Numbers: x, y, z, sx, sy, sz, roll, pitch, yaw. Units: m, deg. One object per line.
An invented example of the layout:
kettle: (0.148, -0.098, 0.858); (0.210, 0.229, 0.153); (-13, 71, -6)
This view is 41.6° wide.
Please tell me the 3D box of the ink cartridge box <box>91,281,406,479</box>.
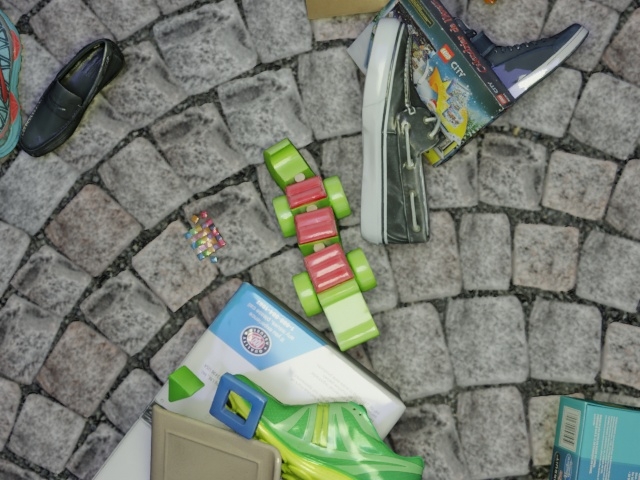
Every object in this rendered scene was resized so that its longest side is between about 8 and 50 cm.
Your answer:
ink cartridge box: (-0.108, 0.301, 1.217); (0.285, 0.166, 0.395); (38, 88, 6)

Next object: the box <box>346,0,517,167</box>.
box: (0.161, -0.247, 1.257); (0.233, 0.044, 0.159); (54, 135, 5)

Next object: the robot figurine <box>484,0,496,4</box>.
robot figurine: (0.328, -0.514, 1.296); (0.291, 0.085, 0.211); (-40, 85, 1)

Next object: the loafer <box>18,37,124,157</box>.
loafer: (-0.398, -0.228, 1.321); (0.076, 0.078, 0.223); (40, 89, 6)

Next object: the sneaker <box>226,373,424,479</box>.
sneaker: (0.000, 0.258, 1.094); (0.295, 0.109, 0.124); (31, 58, 9)

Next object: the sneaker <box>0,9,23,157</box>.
sneaker: (-0.527, -0.265, 1.308); (0.104, 0.125, 0.262); (-11, 85, 2)

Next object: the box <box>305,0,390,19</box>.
box: (0.046, -0.449, 1.287); (0.164, 0.021, 0.201); (-3, 111, 15)

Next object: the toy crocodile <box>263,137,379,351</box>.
toy crocodile: (0.000, 0.000, 1.242); (0.115, 0.105, 0.341); (-19, 64, 2)

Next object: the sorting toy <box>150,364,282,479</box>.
sorting toy: (-0.132, 0.310, 1.072); (0.195, 0.047, 0.348); (15, 112, 23)

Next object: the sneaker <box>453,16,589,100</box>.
sneaker: (0.279, -0.297, 1.280); (0.226, 0.086, 0.163); (-37, 87, 1)

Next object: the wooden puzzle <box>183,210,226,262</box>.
wooden puzzle: (-0.182, -0.003, 1.326); (0.049, 0.006, 0.083); (-32, 84, 1)

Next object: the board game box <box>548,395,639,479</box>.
board game box: (0.488, 0.370, 1.181); (0.335, 0.079, 0.254); (10, 86, -11)

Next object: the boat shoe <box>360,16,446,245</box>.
boat shoe: (0.125, -0.155, 1.235); (0.119, 0.121, 0.336); (4, 111, 12)
